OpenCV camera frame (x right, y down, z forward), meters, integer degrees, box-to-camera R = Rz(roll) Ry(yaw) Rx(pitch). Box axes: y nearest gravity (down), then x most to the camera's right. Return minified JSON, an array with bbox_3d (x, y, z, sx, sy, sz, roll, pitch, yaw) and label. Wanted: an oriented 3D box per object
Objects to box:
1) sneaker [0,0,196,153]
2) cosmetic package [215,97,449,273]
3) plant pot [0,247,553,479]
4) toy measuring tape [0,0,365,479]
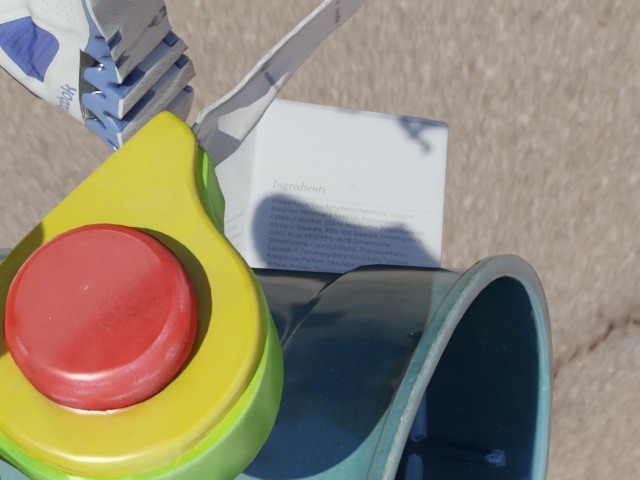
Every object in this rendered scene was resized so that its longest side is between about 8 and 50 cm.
[{"bbox_3d":[-0.210,-0.204,1.200,0.182,0.315,0.127,23,51,20],"label":"sneaker"},{"bbox_3d":[0.000,0.000,1.177,0.151,0.151,0.183,7,82,-16],"label":"cosmetic package"},{"bbox_3d":[-0.071,0.152,0.891,0.334,0.341,0.341,9,76,23],"label":"plant pot"},{"bbox_3d":[-0.029,0.004,0.595,0.121,0.121,0.330,42,74,11],"label":"toy measuring tape"}]
